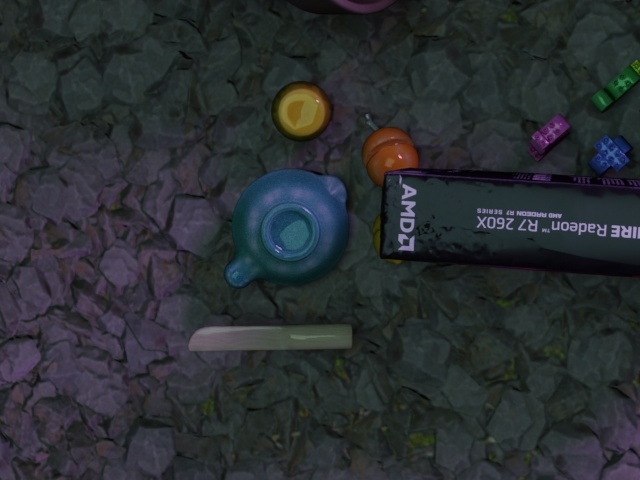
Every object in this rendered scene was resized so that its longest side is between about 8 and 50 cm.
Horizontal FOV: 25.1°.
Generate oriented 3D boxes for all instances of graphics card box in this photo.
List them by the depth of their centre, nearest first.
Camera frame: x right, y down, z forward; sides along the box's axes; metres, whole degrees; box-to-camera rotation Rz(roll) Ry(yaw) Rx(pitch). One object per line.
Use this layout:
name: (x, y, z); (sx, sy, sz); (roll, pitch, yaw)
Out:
graphics card box: (0.255, -0.019, 1.447); (0.371, 0.233, 0.094); (5, 95, 9)

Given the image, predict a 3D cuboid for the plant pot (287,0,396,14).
plant pot: (-0.072, -0.396, 1.536); (0.280, 0.323, 0.323); (1, 93, 34)

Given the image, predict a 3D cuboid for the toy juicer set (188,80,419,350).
toy juicer set: (0.000, 0.000, 1.633); (0.209, 0.089, 0.329); (20, 95, -3)

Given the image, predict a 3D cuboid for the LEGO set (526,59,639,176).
LEGO set: (0.324, -0.141, 1.513); (0.227, 0.093, 0.087); (-43, 81, 14)
